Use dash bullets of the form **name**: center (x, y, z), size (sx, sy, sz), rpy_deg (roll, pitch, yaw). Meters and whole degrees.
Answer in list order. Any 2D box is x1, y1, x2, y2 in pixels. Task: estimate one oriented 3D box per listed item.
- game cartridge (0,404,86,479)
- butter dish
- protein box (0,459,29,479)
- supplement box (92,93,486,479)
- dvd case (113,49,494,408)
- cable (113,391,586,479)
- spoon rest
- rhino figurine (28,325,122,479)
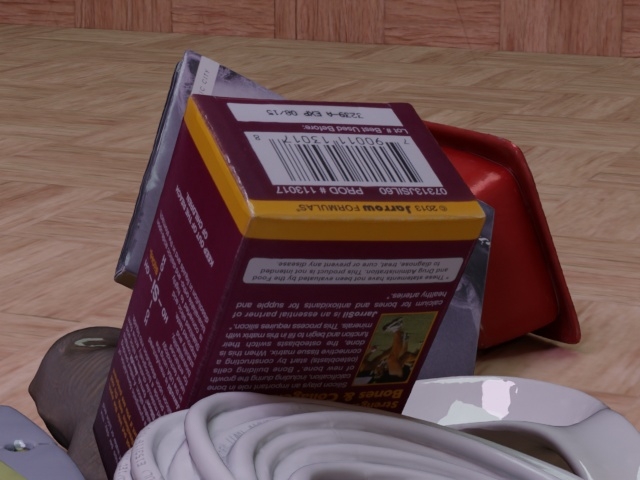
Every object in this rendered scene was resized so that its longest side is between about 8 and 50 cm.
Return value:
- **game cartridge**: center (-0.180, 0.137, 0.644), size (0.196, 0.060, 0.294), rpy_deg (-7, 15, -11)
- **butter dish**: center (0.077, 0.012, 1.111), size (0.118, 0.160, 0.160), rpy_deg (-33, 26, -23)
- **protein box**: center (-0.175, 0.150, 0.370), size (0.201, 0.200, 0.136), rpy_deg (-9, 17, -35)
- **supplement box**: center (-0.020, 0.038, 0.690), size (0.104, 0.188, 0.081), rpy_deg (0, 39, -27)
- **dvd case**: center (0.000, 0.000, 0.955), size (0.221, 0.018, 0.164), rpy_deg (26, 51, -18)
- **cable**: center (0.047, 0.136, 0.565), size (0.257, 0.089, 0.257), rpy_deg (26, 13, 36)
- **spoon rest**: center (0.101, 0.106, 0.798), size (0.137, 0.084, 0.276), rpy_deg (-4, 15, -18)
- **rhino figurine**: center (-0.078, 0.103, 0.833), size (0.106, 0.073, 0.243), rpy_deg (-1, 17, -22)
